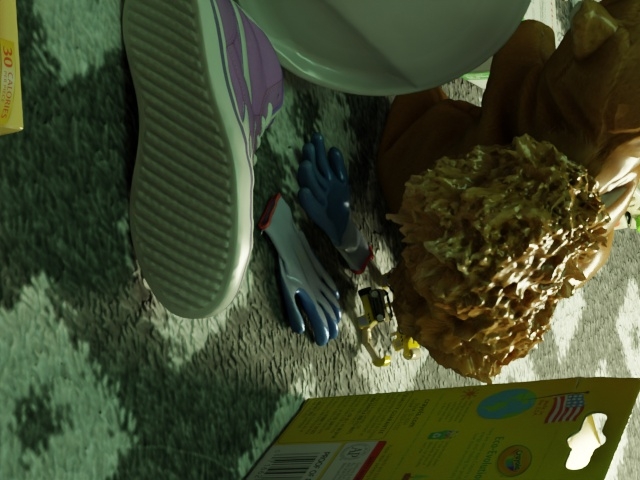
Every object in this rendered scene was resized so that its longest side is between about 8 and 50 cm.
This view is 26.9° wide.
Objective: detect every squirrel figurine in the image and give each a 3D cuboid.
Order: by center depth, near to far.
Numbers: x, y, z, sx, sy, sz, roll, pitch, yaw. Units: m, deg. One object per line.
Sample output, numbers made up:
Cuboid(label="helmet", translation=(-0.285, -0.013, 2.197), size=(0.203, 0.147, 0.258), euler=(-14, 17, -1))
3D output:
Cuboid(label="squirrel figurine", translation=(0.226, -0.062, 1.282), size=(0.281, 0.370, 0.397), euler=(36, 54, -10))

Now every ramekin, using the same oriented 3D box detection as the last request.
Cuboid(label="ramekin", translation=(0.055, -0.271, 1.219), size=(0.273, 0.272, 0.127), euler=(53, 27, -41))

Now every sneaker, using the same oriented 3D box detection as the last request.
Cuboid(label="sneaker", translation=(-0.074, -0.072, 1.091), size=(0.161, 0.102, 0.282), euler=(17, 68, -62))

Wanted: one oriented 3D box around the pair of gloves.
Cuboid(label="pair of gloves", translation=(0.000, 0.000, 1.282), size=(0.159, 0.023, 0.198), euler=(63, 33, -30))

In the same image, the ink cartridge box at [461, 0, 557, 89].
Cuboid(label="ink cartridge box", translation=(0.233, -0.268, 1.676), size=(0.208, 0.086, 0.153), euler=(8, 80, -67))

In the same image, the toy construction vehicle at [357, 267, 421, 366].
Cuboid(label="toy construction vehicle", translation=(0.068, 0.079, 1.376), size=(0.086, 0.035, 0.098), euler=(-1, 77, -63))

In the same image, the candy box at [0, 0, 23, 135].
Cuboid(label="candy box", translation=(-0.246, -0.163, 0.848), size=(0.109, 0.053, 0.187), euler=(8, 77, -61))

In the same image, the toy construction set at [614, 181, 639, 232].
Cuboid(label="toy construction set", translation=(0.484, -0.139, 2.060), size=(0.215, 0.151, 0.328), euler=(81, 24, -60))

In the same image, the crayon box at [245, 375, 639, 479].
Cuboid(label="crayon box", translation=(0.099, 0.201, 1.099), size=(0.202, 0.318, 0.081), euler=(-45, 122, -55))

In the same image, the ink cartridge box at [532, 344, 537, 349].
Cuboid(label="ink cartridge box", translation=(0.194, 0.003, 1.561), size=(0.158, 0.092, 0.218), euler=(47, 45, -45))
